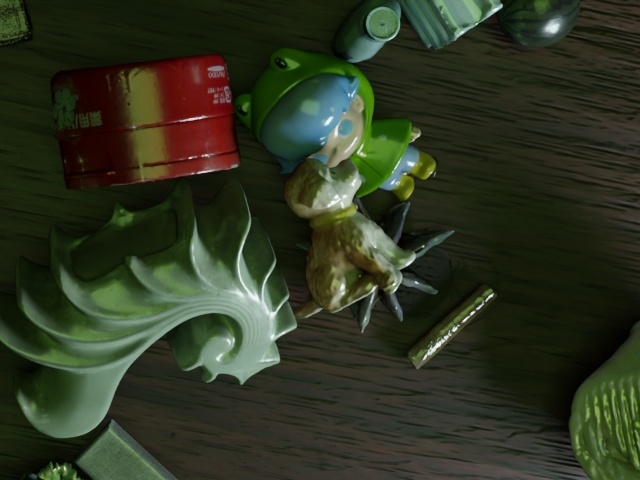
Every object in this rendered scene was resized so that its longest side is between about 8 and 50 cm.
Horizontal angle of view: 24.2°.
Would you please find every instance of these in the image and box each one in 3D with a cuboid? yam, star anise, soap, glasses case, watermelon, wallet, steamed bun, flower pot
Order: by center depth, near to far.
[{"bbox_3d":[-0.226,0.085,1.838,0.367,0.164,0.254,-19,128,-1],"label":"flower pot"},{"bbox_3d":[0.119,-0.376,1.877,0.094,0.150,0.261,-33,96,-8],"label":"soap"},{"bbox_3d":[-0.456,-0.289,1.884,0.166,0.030,0.111,-15,94,-5],"label":"wallet"},{"bbox_3d":[0.292,-0.304,1.919,0.133,0.105,0.105,-17,95,-4],"label":"watermelon"},{"bbox_3d":[0.483,0.235,1.934,0.268,0.207,0.280,47,116,20],"label":"steamed bun"},{"bbox_3d":[0.064,0.024,1.939,0.180,0.061,0.204,42,94,-19],"label":"star anise"},{"bbox_3d":[-0.221,0.327,1.942,0.205,0.047,0.071,43,93,-7],"label":"glasses case"},{"bbox_3d":[0.172,0.113,1.973,0.145,0.032,0.032,-42,97,-2],"label":"yam"}]

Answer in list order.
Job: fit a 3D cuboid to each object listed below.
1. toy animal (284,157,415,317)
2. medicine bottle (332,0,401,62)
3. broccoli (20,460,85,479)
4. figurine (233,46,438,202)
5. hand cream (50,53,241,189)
[{"bbox_3d":[-0.008,-0.003,1.847,0.184,0.104,0.185,-26,110,26],"label":"toy animal"},{"bbox_3d":[0.060,-0.263,1.847,0.053,0.208,0.090,37,90,-9],"label":"medicine bottle"},{"bbox_3d":[-0.343,0.429,1.861,0.180,0.242,0.273,-28,90,19],"label":"broccoli"},{"bbox_3d":[0.022,-0.139,1.891,0.263,0.143,0.162,29,124,-24],"label":"figurine"},{"bbox_3d":[-0.213,-0.147,1.823,0.230,0.230,0.149,-6,95,-5],"label":"hand cream"}]
